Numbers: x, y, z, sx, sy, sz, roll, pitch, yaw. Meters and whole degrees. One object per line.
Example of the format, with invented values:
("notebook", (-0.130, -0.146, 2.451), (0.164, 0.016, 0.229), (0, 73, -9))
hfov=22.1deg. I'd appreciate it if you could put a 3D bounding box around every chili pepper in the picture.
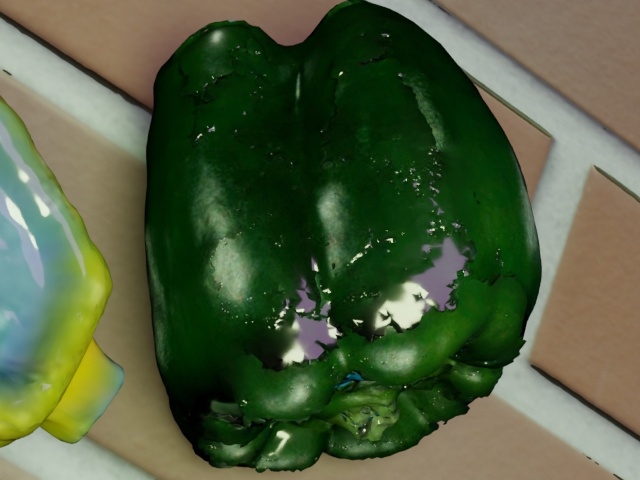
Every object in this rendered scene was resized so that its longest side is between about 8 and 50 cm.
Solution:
("chili pepper", (0.000, 0.000, 0.982), (0.233, 0.248, 0.257), (-5, 63, -21))

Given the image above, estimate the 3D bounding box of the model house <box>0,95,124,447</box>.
("model house", (-0.257, 0.020, 0.804), (0.303, 0.237, 0.215), (38, 55, -14))
